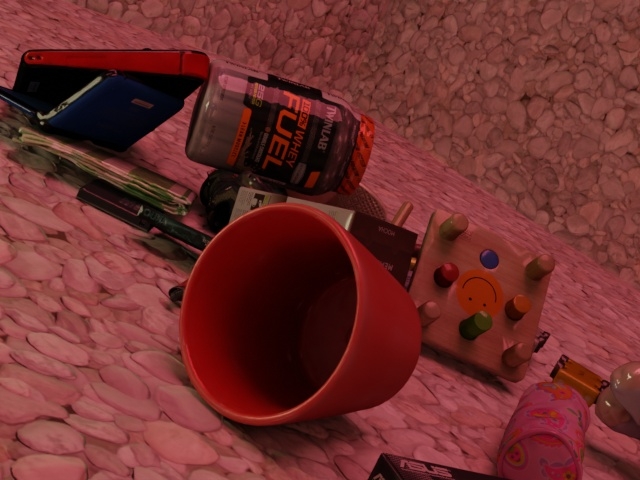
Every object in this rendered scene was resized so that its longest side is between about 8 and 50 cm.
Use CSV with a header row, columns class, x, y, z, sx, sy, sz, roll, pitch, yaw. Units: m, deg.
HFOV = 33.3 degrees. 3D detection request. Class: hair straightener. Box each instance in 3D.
class,x,y,z,sx,sy,sz,roll,pitch,yaw
hair straightener,-0.163,0.075,1.616,0.089,0.047,0.230,29,9,6

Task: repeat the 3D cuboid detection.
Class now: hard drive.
class,x,y,z,sx,sy,sz,roll,pitch,yaw
hard drive,-0.343,-0.062,1.842,0.135,0.022,0.094,27,14,-1

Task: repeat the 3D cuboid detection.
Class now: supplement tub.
class,x,y,z,sx,sy,sz,roll,pitch,yaw
supplement tub,-0.079,-0.210,2.088,0.338,0.207,0.207,15,16,-13

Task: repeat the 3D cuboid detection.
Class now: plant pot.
class,x,y,z,sx,sy,sz,roll,pitch,yaw
plant pot,-0.004,0.112,1.389,0.275,0.275,0.243,36,7,34

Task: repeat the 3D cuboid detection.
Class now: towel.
class,x,y,z,sx,sy,sz,roll,pitch,yaw
towel,-0.381,-0.130,1.947,0.324,0.038,0.248,23,6,-6

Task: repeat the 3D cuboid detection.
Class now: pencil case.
class,x,y,z,sx,sy,sz,roll,pitch,yaw
pencil case,0.336,0.299,1.592,0.124,0.124,0.284,29,15,9

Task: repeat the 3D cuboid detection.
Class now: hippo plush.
class,x,y,z,sx,sy,sz,roll,pitch,yaw
hippo plush,0.572,0.344,1.742,0.234,0.294,0.237,7,40,5

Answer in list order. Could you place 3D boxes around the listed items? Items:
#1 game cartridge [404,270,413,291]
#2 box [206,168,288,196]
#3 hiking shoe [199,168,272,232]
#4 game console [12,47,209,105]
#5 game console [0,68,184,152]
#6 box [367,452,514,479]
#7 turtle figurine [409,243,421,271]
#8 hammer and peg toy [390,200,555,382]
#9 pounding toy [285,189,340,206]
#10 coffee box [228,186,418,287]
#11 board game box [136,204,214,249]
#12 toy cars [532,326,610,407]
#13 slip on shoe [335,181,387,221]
class,x,y,z,sx,sy,sz,roll,pitch,yaw
game cartridge,0.207,0.122,2.113,0.297,0.062,0.198,14,23,-41
box,-0.151,-0.108,2.197,0.114,0.036,0.207,-21,31,-13
hiking shoe,-0.186,-0.071,2.010,0.086,0.114,0.227,49,-23,-19
game console,-0.411,-0.313,2.065,0.342,0.060,0.386,2,-4,-19
game console,-0.440,-0.275,1.997,0.173,0.250,0.293,60,15,12
box,0.209,0.356,1.264,0.270,0.060,0.216,19,17,-29
turtle figurine,0.118,0.005,2.293,0.217,0.087,0.269,21,15,-21
hammer and peg toy,0.238,0.070,1.932,0.361,0.266,0.127,25,-26,-8
pounding toy,-0.046,-0.143,2.285,0.181,0.094,0.206,50,-1,7
coffee box,-0.004,0.002,1.834,0.168,0.119,0.297,19,-4,-43
board game box,-0.200,0.000,1.762,0.186,0.026,0.126,25,-5,14
toy cars,0.422,0.237,2.034,0.176,0.087,0.394,25,10,-26
slip on shoe,0.008,-0.119,2.443,0.331,0.123,0.101,27,13,12
